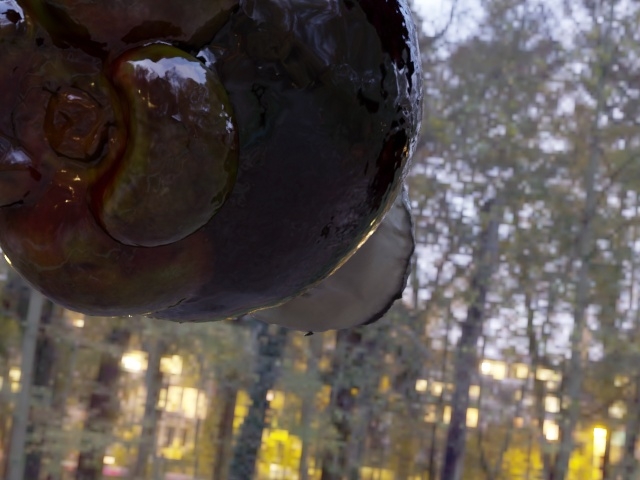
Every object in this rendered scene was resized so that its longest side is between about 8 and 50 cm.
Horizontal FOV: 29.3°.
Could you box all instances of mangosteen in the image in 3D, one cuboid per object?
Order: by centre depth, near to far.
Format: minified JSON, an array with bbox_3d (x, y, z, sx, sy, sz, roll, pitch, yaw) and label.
[{"bbox_3d":[-0.057,-0.059,0.498,0.209,0.210,0.210,6,-11,1],"label":"mangosteen"}]

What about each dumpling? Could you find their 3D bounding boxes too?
[{"bbox_3d":[0.000,0.000,1.071,0.247,0.172,0.142,-38,-3,42],"label":"dumpling"}]
